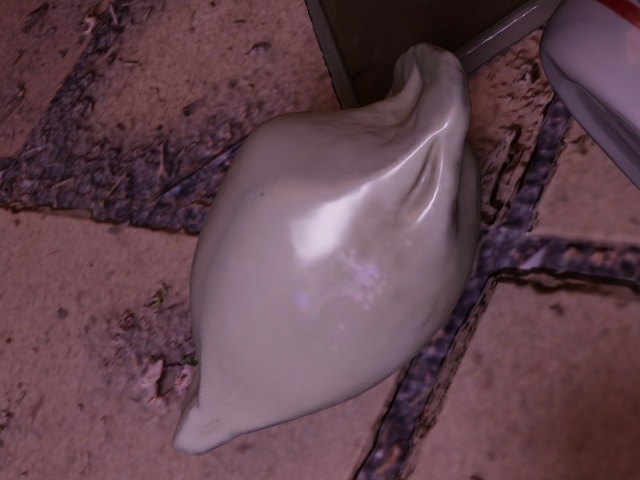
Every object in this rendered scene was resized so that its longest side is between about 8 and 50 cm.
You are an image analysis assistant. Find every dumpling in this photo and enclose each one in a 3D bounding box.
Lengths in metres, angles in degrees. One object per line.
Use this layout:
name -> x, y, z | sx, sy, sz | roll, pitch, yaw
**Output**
dumpling -> 0.000, 0.000, 0.608 | 0.252, 0.131, 0.179 | -58, 15, 18

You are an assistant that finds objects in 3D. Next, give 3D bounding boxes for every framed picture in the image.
framed picture -> 0.087, -0.235, 0.788 | 0.247, 0.022, 0.335 | -34, 41, 15

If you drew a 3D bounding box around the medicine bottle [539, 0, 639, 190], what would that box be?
medicine bottle -> 0.223, -0.123, 0.488 | 0.250, 0.131, 0.131 | -41, 39, 4
